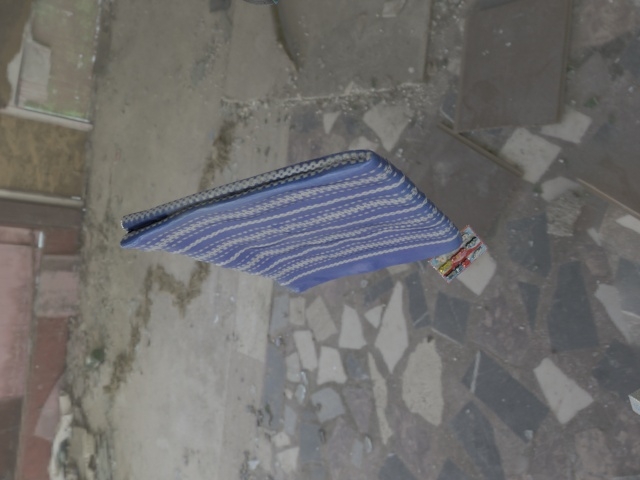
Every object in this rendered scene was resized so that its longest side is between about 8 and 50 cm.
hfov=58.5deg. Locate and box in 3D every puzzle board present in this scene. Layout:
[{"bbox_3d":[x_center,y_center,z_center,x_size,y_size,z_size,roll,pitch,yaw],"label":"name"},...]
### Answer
[{"bbox_3d":[0.327,0.034,1.352,0.128,0.096,0.011,-43,32,7],"label":"puzzle board"}]

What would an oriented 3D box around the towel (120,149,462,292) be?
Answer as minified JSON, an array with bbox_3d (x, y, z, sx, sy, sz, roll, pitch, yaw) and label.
[{"bbox_3d":[0.000,0.000,0.589,0.244,0.336,0.040,-14,74,22],"label":"towel"}]

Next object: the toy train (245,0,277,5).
[{"bbox_3d":[-0.110,-0.454,0.937,0.080,0.184,0.105,5,102,4],"label":"toy train"}]

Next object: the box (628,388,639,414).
[{"bbox_3d":[0.620,0.248,0.905,0.038,0.186,0.145,65,173,-17],"label":"box"}]
